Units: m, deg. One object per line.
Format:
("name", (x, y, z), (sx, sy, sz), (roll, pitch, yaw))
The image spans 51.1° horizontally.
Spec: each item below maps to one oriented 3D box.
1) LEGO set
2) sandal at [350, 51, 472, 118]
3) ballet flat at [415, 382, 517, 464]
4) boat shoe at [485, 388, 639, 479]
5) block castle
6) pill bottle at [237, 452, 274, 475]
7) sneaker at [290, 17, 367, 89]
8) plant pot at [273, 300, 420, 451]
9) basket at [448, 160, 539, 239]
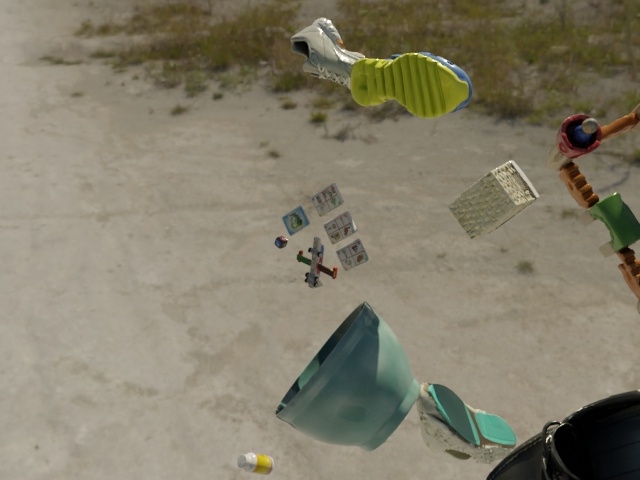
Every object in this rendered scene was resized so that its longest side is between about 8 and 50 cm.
("LEGO set", (0.000, 0.000, 1.493), (0.060, 0.182, 0.244), (-19, -8, -46))
("sandal", (0.197, -0.326, 1.358), (0.138, 0.126, 0.317), (-16, 27, -28))
("ballet flat", (0.312, 0.442, 1.526), (0.147, 0.409, 0.147), (-23, 51, 32))
("boat shoe", (0.298, 0.232, 0.720), (0.340, 0.113, 0.127), (-30, 41, 39))
("block castle", (0.704, -0.090, 1.357), (0.303, 0.213, 0.453), (-25, 76, -5))
("pill bottle", (-0.148, 0.504, 1.515), (0.083, 0.043, 0.043), (29, 3, -43))
("sneaker", (0.029, -0.404, 1.576), (0.121, 0.099, 0.262), (-32, 68, -22))
("plant pot", (0.073, 0.295, 1.344), (0.196, 0.293, 0.293), (39, 39, 2))
("basket", (0.394, -0.088, 1.544), (0.103, 0.167, 0.113), (-23, 75, -43))
